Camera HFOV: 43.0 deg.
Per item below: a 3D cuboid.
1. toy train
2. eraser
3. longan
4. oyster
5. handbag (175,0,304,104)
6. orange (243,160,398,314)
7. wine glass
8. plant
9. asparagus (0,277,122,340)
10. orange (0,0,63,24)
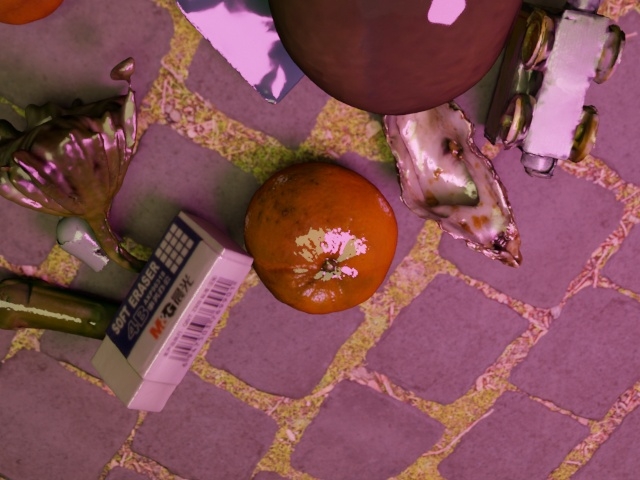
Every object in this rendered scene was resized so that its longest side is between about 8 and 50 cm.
[{"bbox_3d":[0.323,-0.225,1.145,0.134,0.177,0.261,9,112,-8],"label":"toy train"},{"bbox_3d":[-0.224,0.107,1.207,0.081,0.124,0.279,22,102,-53],"label":"eraser"},{"bbox_3d":[0.104,-0.323,0.986,0.360,0.361,0.361,-2,114,-4],"label":"longan"},{"bbox_3d":[0.200,-0.102,1.229,0.341,0.110,0.166,42,99,-17],"label":"oyster"},{"bbox_3d":[-0.088,-0.309,1.115,0.144,0.057,0.221,-40,126,8],"label":"handbag"},{"bbox_3d":[0.000,0.000,1.221,0.240,0.171,0.240,-1,113,-2],"label":"orange"},{"bbox_3d":[-0.388,-0.038,1.224,0.079,0.079,0.195,-41,111,13],"label":"wine glass"},{"bbox_3d":[-0.305,-0.051,1.138,0.251,0.180,0.334,-33,110,-29],"label":"plant"},{"bbox_3d":[-0.368,0.124,1.298,0.342,0.085,0.082,13,101,-16],"label":"asparagus"},{"bbox_3d":[-0.400,-0.361,1.059,0.156,0.124,0.156,2,104,10],"label":"orange"}]
